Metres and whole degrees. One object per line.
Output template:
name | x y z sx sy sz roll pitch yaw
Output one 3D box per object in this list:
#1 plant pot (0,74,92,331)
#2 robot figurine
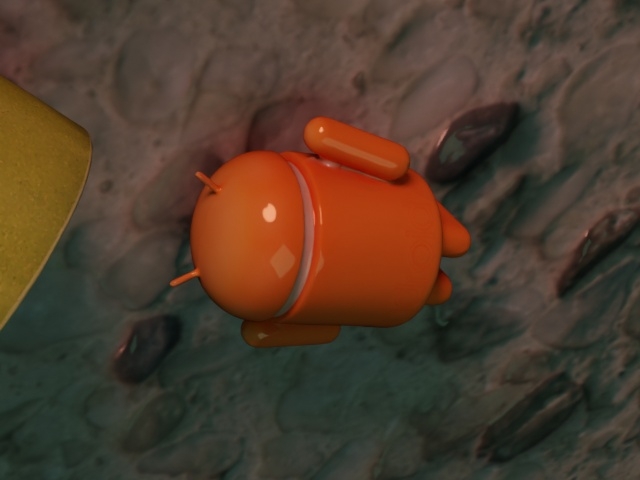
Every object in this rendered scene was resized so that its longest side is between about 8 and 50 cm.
plant pot | -0.324 -0.048 0.697 0.275 0.275 0.293 -44 114 9
robot figurine | 0.000 -0.002 0.954 0.219 0.128 0.158 4 156 -29
